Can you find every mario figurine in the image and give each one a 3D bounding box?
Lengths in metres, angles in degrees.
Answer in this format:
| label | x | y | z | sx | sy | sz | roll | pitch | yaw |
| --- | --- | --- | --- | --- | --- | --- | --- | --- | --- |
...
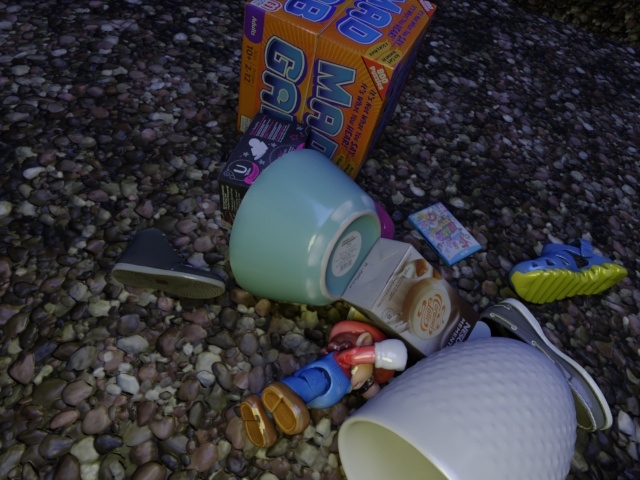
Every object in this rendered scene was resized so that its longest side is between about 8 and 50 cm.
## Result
| label | x | y | z | sx | sy | sz | roll | pitch | yaw |
| --- | --- | --- | --- | --- | --- | --- | --- | --- | --- |
| mario figurine | 0.034 | 0.254 | 0.766 | 0.198 | 0.169 | 0.321 | 5 | 14 | 39 |

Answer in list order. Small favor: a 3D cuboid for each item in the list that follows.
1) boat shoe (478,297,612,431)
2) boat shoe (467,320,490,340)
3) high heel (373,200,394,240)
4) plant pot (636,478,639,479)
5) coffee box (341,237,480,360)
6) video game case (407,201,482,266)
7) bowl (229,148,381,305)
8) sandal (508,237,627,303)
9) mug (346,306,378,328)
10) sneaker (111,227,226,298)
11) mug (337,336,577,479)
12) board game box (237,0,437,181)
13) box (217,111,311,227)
| label | x | y | z | sx | sy | sz | roll | pitch | yaw |
| --- | --- | --- | --- | --- | --- | --- | --- | --- | --- |
| boat shoe | 0.447 | 0.258 | 0.918 | 0.091 | 0.109 | 0.304 | -17 | 54 | -23 |
| boat shoe | 0.297 | 0.254 | 0.914 | 0.065 | 0.083 | 0.183 | 19 | 79 | 1 |
| high heel | 0.113 | 0.008 | 1.035 | 0.117 | 0.082 | 0.243 | -5 | 68 | -29 |
| plant pot | 0.548 | 0.518 | 0.710 | 0.188 | 0.166 | 0.188 | 26 | 53 | 5 |
| coffee box | 0.177 | 0.125 | 0.849 | 0.247 | 0.098 | 0.141 | 41 | 76 | -29 |
| video game case | 0.317 | -0.019 | 1.145 | 0.119 | 0.015 | 0.166 | -23 | 63 | -27 |
| bowl | 0.000 | 0.000 | 0.846 | 0.163 | 0.311 | 0.312 | 26 | 50 | 31 |
| sandal | 0.579 | 0.067 | 1.089 | 0.318 | 0.126 | 0.138 | -1 | 51 | -25 |
| mug | 0.093 | 0.165 | 0.933 | 0.064 | 0.062 | 0.078 | 25 | 71 | -6 |
| sneaker | -0.293 | 0.041 | 0.909 | 0.222 | 0.083 | 0.118 | 12 | 52 | -3 |
| mug | 0.255 | 0.350 | 0.712 | 0.328 | 0.276 | 0.373 | -26 | 99 | -35 |
| board game box | 0.032 | -0.447 | 1.175 | 0.357 | 0.356 | 0.356 | 26 | 53 | 6 |
| box | -0.128 | -0.152 | 1.041 | 0.142 | 0.163 | 0.247 | 17 | 52 | 3 |
